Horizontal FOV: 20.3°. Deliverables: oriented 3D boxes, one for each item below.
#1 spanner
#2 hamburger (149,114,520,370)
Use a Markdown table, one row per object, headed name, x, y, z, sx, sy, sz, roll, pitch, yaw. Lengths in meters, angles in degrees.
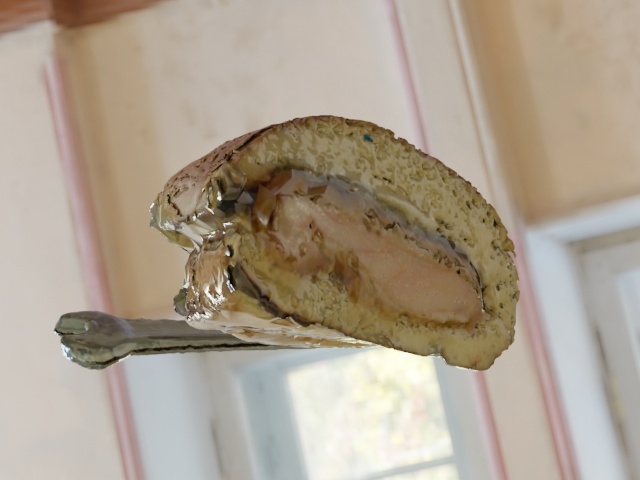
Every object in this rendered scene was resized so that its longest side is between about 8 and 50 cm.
| name | x | y | z | sx | sy | sz | roll | pitch | yaw |
| --- | --- | --- | --- | --- | --- | --- | --- | --- | --- |
| spanner | -0.035 | 0.061 | 1.195 | 0.302 | 0.017 | 0.071 | 0 | -156 | -27 |
| hamburger | -0.008 | -0.001 | 0.698 | 0.102 | 0.087 | 0.176 | 1 | 172 | 43 |
